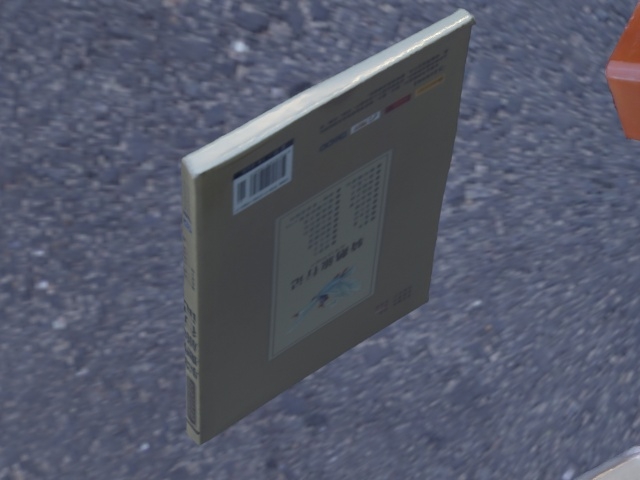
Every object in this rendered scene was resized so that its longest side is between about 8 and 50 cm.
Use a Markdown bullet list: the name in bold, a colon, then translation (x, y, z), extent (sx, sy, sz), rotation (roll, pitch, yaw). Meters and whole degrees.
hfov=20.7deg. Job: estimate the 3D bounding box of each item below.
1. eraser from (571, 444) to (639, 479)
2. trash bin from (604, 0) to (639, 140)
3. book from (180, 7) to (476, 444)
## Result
- **eraser**: translation (0.236, 0.314, 1.140), extent (0.144, 0.078, 0.343), rotation (-26, 74, -17)
- **trash bin**: translation (0.421, -0.170, 1.735), extent (0.239, 0.161, 0.184), rotation (12, 56, 34)
- **book**: translation (0.000, 0.000, 1.161), extent (0.217, 0.310, 0.021), rotation (-31, 61, -24)
